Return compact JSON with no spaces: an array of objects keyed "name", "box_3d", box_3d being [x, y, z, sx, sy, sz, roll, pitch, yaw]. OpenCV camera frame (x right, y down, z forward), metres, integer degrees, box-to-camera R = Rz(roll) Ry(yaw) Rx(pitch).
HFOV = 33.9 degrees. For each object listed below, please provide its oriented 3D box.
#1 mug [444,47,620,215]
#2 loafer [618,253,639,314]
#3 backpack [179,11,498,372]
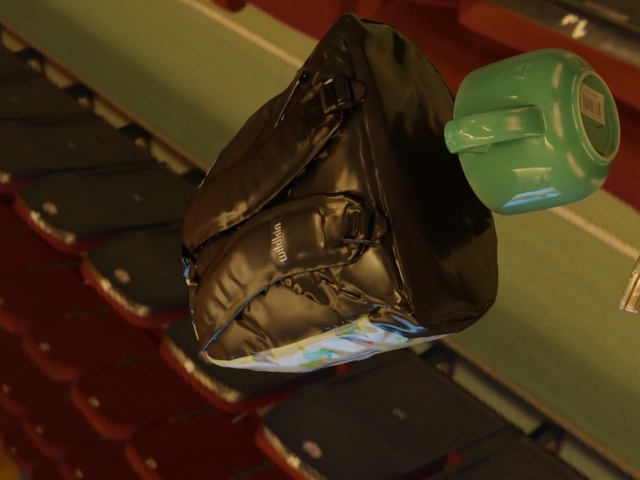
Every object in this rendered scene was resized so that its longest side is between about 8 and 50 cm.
[{"name":"mug","box_3d":[0.179,-0.083,0.852,0.097,0.158,0.129,-12,119,38]},{"name":"loafer","box_3d":[0.287,0.007,0.864,0.039,0.125,0.045,25,178,15]},{"name":"backpack","box_3d":[0.000,0.000,1.005,0.355,0.273,0.290,-28,67,38]}]
